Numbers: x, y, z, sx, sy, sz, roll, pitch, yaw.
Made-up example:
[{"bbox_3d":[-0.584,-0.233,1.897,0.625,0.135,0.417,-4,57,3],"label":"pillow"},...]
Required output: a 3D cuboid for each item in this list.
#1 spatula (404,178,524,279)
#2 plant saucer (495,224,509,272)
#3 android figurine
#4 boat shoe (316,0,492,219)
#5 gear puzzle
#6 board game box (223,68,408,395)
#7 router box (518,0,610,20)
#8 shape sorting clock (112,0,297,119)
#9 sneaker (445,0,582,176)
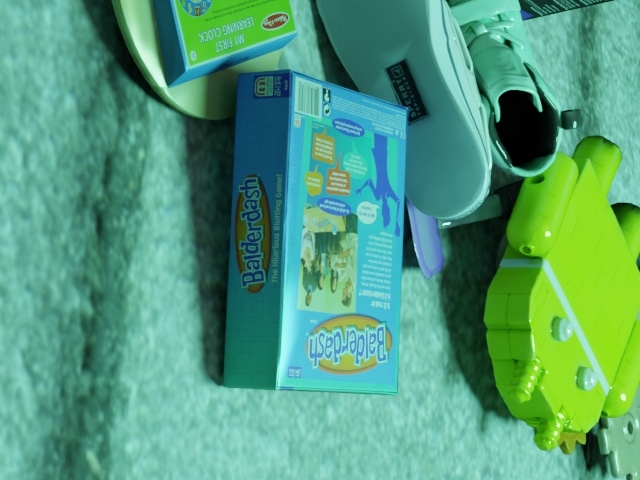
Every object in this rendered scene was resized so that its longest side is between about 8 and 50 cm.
[{"bbox_3d":[0.132,-0.025,1.464,0.296,0.030,0.084,-14,94,-58],"label":"spatula"},{"bbox_3d":[0.169,0.003,1.504,0.083,0.015,0.083,-49,152,-39],"label":"plant saucer"},{"bbox_3d":[0.212,0.048,1.478,0.248,0.056,0.273,61,42,-36],"label":"android figurine"},{"bbox_3d":[0.065,-0.139,1.337,0.084,0.095,0.258,-14,89,-74],"label":"boat shoe"},{"bbox_3d":[0.278,0.135,1.649,0.339,0.044,0.175,-17,97,-55],"label":"gear puzzle"},{"bbox_3d":[0.000,0.000,1.209,0.160,0.047,0.210,12,79,-57],"label":"board game box"},{"bbox_3d":[0.256,-0.368,1.557,0.081,0.243,0.309,24,61,-53],"label":"router box"},{"bbox_3d":[-0.078,-0.182,1.164,0.206,0.040,0.206,13,74,-57],"label":"shape sorting clock"},{"bbox_3d":[0.133,-0.173,1.388,0.151,0.094,0.256,-127,-164,-71],"label":"sneaker"}]
